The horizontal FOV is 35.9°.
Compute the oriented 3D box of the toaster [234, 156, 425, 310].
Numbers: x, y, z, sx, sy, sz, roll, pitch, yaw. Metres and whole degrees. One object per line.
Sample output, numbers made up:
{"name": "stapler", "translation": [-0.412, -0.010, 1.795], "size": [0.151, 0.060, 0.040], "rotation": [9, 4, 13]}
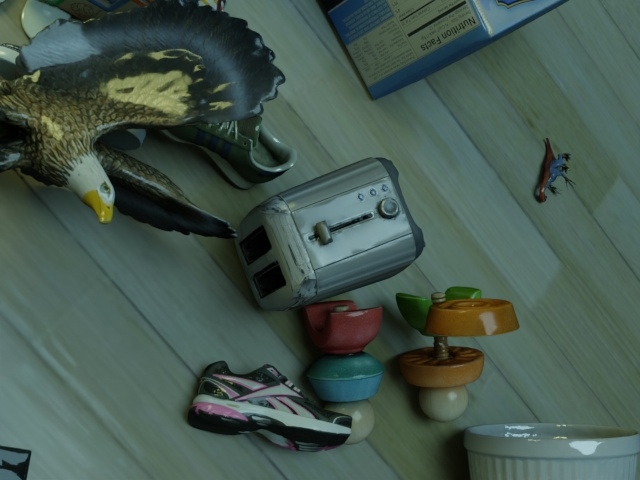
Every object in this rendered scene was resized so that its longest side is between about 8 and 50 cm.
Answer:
{"name": "toaster", "translation": [0.000, 0.000, 1.069], "size": [0.146, 0.227, 0.129], "rotation": [-19, 87, -21]}

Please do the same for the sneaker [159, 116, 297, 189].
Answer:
{"name": "sneaker", "translation": [-0.102, -0.124, 1.067], "size": [0.192, 0.086, 0.064], "rotation": [39, 53, -40]}

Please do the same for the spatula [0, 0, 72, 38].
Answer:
{"name": "spatula", "translation": [-0.310, -0.339, 1.053], "size": [0.168, 0.019, 0.242], "rotation": [32, 60, -23]}

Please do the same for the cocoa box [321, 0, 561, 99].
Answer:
{"name": "cocoa box", "translation": [0.192, -0.370, 1.286], "size": [0.347, 0.231, 0.228], "rotation": [-32, 97, -37]}

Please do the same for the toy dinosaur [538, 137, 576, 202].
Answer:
{"name": "toy dinosaur", "translation": [0.333, -0.093, 1.441], "size": [0.082, 0.047, 0.090], "rotation": [-32, 62, -29]}

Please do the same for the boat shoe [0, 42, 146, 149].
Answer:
{"name": "boat shoe", "translation": [-0.254, -0.169, 1.018], "size": [0.183, 0.065, 0.083], "rotation": [29, 60, -33]}

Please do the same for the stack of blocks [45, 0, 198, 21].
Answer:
{"name": "stack of blocks", "translation": [-0.174, -0.306, 0.950], "size": [0.171, 0.297, 0.087], "rotation": [24, 66, -37]}

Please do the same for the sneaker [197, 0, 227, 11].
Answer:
{"name": "sneaker", "translation": [-0.132, -0.259, 1.125], "size": [0.084, 0.069, 0.185], "rotation": [-17, 88, -32]}

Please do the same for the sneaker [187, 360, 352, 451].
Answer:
{"name": "sneaker", "translation": [-0.046, 0.169, 1.045], "size": [0.178, 0.072, 0.077], "rotation": [17, 58, -17]}

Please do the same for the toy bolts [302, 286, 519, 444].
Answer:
{"name": "toy bolts", "translation": [0.102, 0.147, 1.107], "size": [0.229, 0.218, 0.158], "rotation": [-5, 94, -18]}

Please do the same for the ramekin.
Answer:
{"name": "ramekin", "translation": [0.274, 0.280, 1.176], "size": [0.207, 0.207, 0.109], "rotation": [4, 83, -35]}

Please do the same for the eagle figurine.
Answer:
{"name": "eagle figurine", "translation": [-0.211, -0.097, 0.919], "size": [0.298, 0.226, 0.225], "rotation": [-9, 84, -37]}

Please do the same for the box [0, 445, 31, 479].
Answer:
{"name": "box", "translation": [-0.297, 0.205, 0.858], "size": [0.062, 0.083, 0.052], "rotation": [18, 68, -31]}
